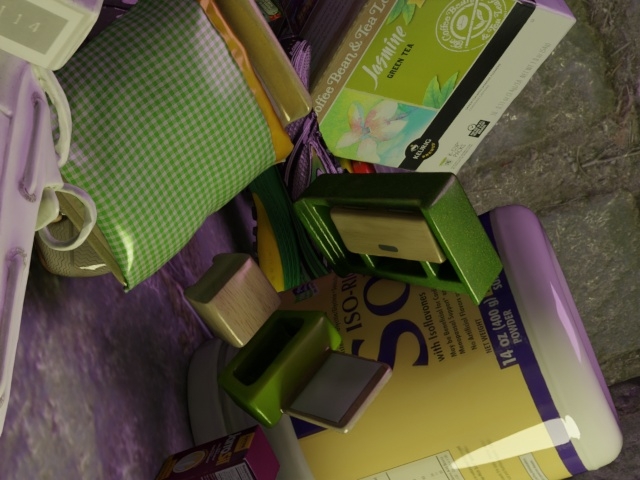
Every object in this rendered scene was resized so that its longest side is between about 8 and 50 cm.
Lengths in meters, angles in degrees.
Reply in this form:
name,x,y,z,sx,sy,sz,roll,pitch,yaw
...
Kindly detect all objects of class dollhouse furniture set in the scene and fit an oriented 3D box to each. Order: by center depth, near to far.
name,x,y,z,sx,sy,sz,roll,pitch,yaw
dollhouse furniture set,-0.037,-0.028,0.669,0.197,0.151,0.301,-49,124,-25

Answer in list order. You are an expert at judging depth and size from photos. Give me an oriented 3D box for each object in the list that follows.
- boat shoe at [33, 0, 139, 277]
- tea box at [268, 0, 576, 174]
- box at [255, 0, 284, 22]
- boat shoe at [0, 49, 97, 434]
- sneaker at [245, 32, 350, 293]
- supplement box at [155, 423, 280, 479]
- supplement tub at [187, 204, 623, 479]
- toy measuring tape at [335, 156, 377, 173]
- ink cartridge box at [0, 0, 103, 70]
name,x,y,z,sx,sy,sz,roll,pitch,yaw
boat shoe,-0.177,-0.128,0.743,0.123,0.116,0.324,9,75,-31
tea box,0.122,-0.296,1.411,0.323,0.329,0.220,8,45,-29
box,-0.121,-0.345,1.339,0.137,0.094,0.027,50,23,-52
boat shoe,-0.195,-0.041,0.536,0.156,0.136,0.367,49,26,-52
sneaker,-0.005,-0.063,1.103,0.134,0.146,0.343,-43,125,-76
supplement box,-0.079,0.182,0.736,0.055,0.083,0.043,-67,133,-72
supplement tub,0.074,0.130,0.871,0.241,0.331,0.241,-22,90,-76
toy measuring tape,0.038,-0.108,1.544,0.121,0.121,0.330,63,15,-19
ink cartridge box,-0.226,-0.255,0.467,0.296,0.066,0.261,23,57,-27
